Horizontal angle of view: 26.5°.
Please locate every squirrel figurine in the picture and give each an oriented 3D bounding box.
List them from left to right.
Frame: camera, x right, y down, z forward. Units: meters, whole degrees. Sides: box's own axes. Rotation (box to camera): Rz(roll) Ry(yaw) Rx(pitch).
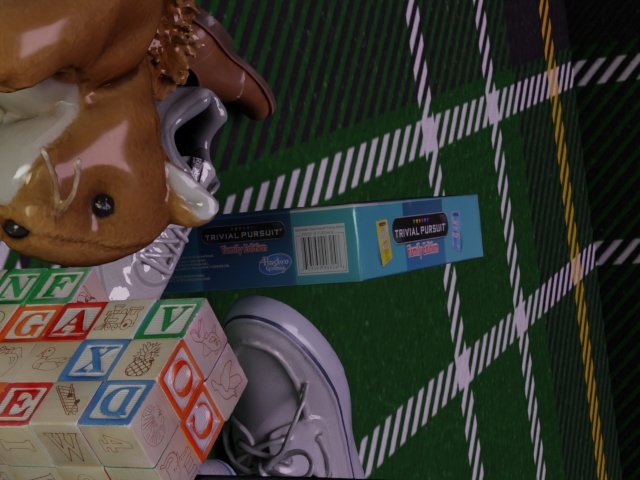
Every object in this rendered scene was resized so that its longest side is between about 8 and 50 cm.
[{"bbox_3d":[-0.190,-0.180,1.118,0.397,0.281,0.370,-47,124,-61],"label":"squirrel figurine"}]

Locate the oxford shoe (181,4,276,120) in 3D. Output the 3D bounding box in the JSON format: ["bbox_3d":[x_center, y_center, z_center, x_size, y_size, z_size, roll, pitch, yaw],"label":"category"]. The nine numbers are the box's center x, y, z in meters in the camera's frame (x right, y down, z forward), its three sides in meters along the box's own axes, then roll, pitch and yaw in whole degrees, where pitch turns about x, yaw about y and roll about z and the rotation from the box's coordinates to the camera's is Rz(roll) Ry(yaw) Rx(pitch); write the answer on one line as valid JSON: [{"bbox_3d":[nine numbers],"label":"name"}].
[{"bbox_3d":[-0.118,-0.183,1.515,0.076,0.076,0.212,-55,146,-6],"label":"oxford shoe"}]

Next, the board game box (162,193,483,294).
[{"bbox_3d":[0.000,0.000,1.496,0.336,0.254,0.079,-8,94,-63],"label":"board game box"}]

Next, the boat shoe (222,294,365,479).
[{"bbox_3d":[-0.049,0.237,1.527,0.156,0.136,0.367,-60,147,-43],"label":"boat shoe"}]

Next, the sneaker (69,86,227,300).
[{"bbox_3d":[-0.166,-0.027,1.330,0.110,0.118,0.292,40,54,-57],"label":"sneaker"}]

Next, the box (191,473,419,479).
[{"bbox_3d":[-0.126,0.329,1.058,0.212,0.395,0.293,19,69,-61],"label":"box"}]

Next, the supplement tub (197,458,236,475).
[{"bbox_3d":[-0.137,0.259,1.397,0.107,0.071,0.071,16,72,-61],"label":"supplement tub"}]

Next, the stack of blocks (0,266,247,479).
[{"bbox_3d":[-0.211,0.106,1.027,0.087,0.297,0.171,66,35,-33],"label":"stack of blocks"}]
